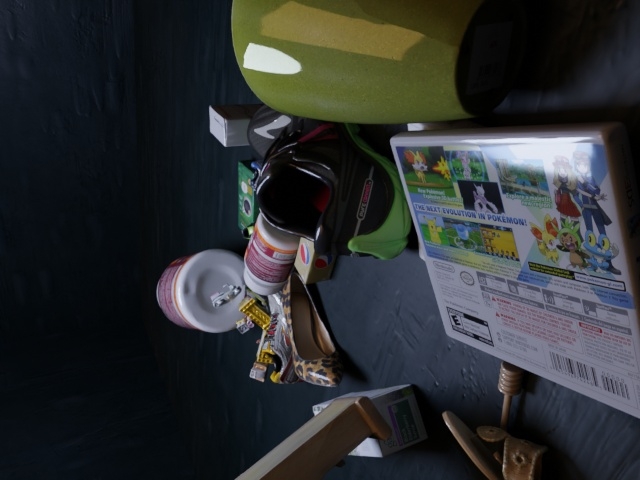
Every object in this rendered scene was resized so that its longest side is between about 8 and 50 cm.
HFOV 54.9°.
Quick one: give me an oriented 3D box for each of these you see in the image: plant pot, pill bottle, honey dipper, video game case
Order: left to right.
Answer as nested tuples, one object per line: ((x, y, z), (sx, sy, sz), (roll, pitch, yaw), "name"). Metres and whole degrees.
((-0.344, 0.146, 1.780), (0.392, 0.224, 0.224), (-11, 88, 64), "pill bottle")
((-0.099, 0.024, 1.348), (0.121, 0.121, 0.221), (67, 151, 27), "pill bottle")
((0.089, -0.253, 0.754), (0.293, 0.274, 0.275), (29, 125, 39), "plant pot")
((0.243, 0.232, 0.811), (0.030, 0.030, 0.161), (39, 133, 55), "honey dipper")
((0.218, 0.018, 0.697), (0.329, 0.036, 0.300), (17, 130, 63), "video game case")

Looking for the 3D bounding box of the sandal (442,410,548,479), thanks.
((0.260, 0.291, 0.766), (0.079, 0.088, 0.240), (-43, 64, 11), "sandal")

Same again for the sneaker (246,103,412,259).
((-0.031, -0.130, 1.061), (0.483, 0.202, 0.185), (47, 138, 50), "sneaker")

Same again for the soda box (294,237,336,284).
((0.000, 0.000, 1.207), (0.061, 0.058, 0.181), (59, 148, 39), "soda box")

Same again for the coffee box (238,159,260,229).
((-0.172, -0.100, 1.552), (0.113, 0.040, 0.184), (40, 133, 54), "coffee box")

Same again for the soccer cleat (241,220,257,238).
((-0.128, -0.028, 1.441), (0.179, 0.072, 0.060), (-21, 79, 60), "soccer cleat")

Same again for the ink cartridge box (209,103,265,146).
((-0.156, -0.253, 1.339), (0.109, 0.150, 0.063), (45, 136, 52), "ink cartridge box")

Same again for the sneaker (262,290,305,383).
((-0.091, 0.223, 1.429), (0.088, 0.092, 0.225), (-29, 71, 63), "sneaker")

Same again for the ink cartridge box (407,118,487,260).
((0.195, -0.043, 0.819), (0.189, 0.066, 0.232), (43, 155, 52), "ink cartridge box")

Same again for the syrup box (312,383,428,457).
((0.081, 0.322, 1.097), (0.237, 0.096, 0.093), (-35, 70, 60), "syrup box")

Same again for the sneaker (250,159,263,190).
((-0.139, -0.127, 1.455), (0.052, 0.058, 0.135), (13, 110, 63), "sneaker")

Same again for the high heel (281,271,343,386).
((-0.022, 0.180, 1.264), (0.261, 0.093, 0.186), (-145, 45, -67), "high heel")

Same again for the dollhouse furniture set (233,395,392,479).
((0.062, 0.462, 0.883), (0.394, 0.256, 0.362), (53, 162, 5), "dollhouse furniture set")

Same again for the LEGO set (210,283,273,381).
((-0.165, 0.216, 1.574), (0.107, 0.132, 0.287), (-112, 0, -62), "LEGO set")
